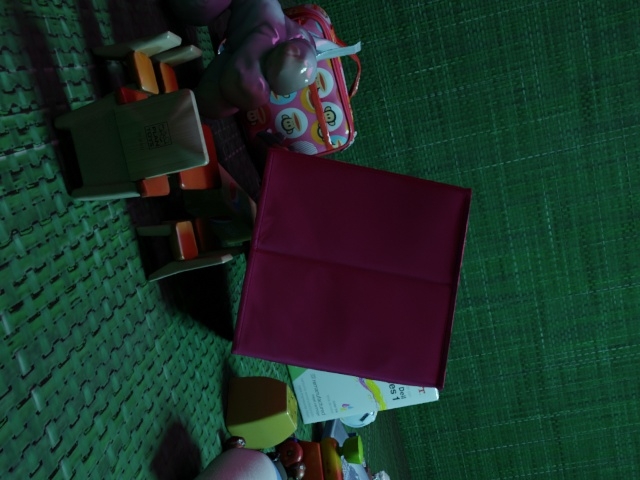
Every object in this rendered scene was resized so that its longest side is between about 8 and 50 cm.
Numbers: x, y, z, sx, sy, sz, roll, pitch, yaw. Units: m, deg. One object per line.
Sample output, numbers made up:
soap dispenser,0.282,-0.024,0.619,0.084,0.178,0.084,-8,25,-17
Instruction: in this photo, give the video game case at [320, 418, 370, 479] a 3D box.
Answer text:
video game case,0.060,0.534,1.380,0.196,0.026,0.274,-67,137,-61

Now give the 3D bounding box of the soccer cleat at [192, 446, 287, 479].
soccer cleat,-0.079,0.393,0.683,0.143,0.116,0.332,0,75,-65

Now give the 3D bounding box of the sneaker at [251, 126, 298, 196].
sneaker,-0.064,-0.049,1.082,0.276,0.135,0.097,65,-9,-1

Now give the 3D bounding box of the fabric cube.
fabric cube,0.029,0.043,0.885,0.254,0.258,0.259,128,-29,-82

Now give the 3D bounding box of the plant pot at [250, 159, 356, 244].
plant pot,0.000,0.000,1.284,0.293,0.274,0.275,155,-76,-84

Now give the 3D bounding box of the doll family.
doll family,-0.073,0.325,0.865,0.193,0.075,0.112,57,27,-59

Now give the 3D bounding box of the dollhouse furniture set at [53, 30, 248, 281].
dollhouse furniture set,-0.154,-0.095,0.705,0.259,0.135,0.262,-36,114,-81

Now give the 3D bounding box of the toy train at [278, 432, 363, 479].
toy train,0.008,0.356,1.102,0.105,0.143,0.248,62,18,-62

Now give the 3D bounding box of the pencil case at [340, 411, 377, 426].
pencil case,0.101,0.395,1.741,0.124,0.113,0.273,55,11,-2

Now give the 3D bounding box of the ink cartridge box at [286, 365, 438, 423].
ink cartridge box,0.080,0.229,1.293,0.117,0.278,0.202,-74,151,-73

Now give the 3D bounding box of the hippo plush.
hippo plush,-0.104,-0.345,0.995,0.237,0.294,0.234,66,-9,-21

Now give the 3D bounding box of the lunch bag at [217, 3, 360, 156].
lunch bag,-0.045,-0.306,1.287,0.120,0.258,0.293,-89,164,-57

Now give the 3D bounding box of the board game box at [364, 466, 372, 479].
board game box,0.091,0.660,1.462,0.281,0.027,0.145,-55,131,-66

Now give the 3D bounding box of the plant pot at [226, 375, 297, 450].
plant pot,-0.078,0.240,0.912,0.081,0.083,0.082,-93,168,-47

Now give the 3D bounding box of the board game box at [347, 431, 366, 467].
board game box,0.088,0.601,1.636,0.201,0.035,0.136,-76,153,-70

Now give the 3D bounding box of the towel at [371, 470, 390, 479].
towel,0.176,0.812,1.781,0.317,0.053,0.332,68,17,-65

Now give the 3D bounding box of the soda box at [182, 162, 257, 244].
soda box,-0.144,-0.050,0.967,0.181,0.058,0.061,52,27,-70
